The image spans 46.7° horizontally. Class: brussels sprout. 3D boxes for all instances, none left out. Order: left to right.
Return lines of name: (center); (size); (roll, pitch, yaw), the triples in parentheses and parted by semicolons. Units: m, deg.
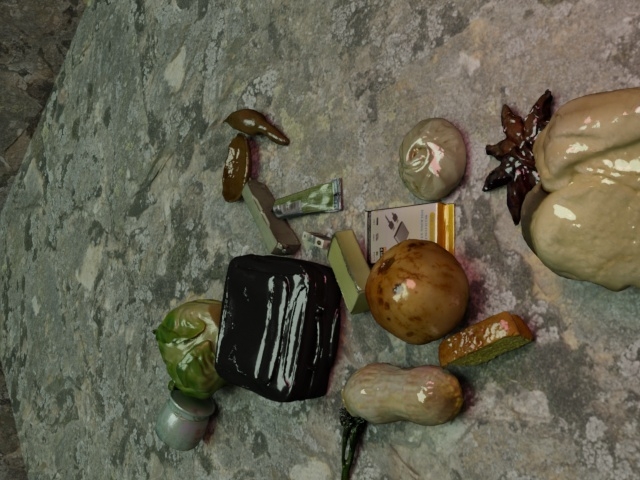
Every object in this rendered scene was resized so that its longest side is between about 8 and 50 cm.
brussels sprout: (-0.337, 0.300, 2.075); (0.294, 0.227, 0.259); (-46, 67, 25)

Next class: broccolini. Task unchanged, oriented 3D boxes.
broccolini: (0.065, 0.469, 1.721); (0.058, 0.073, 0.201); (-88, 9, -68)

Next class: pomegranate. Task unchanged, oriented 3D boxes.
pomegranate: (0.200, 0.112, 1.512); (0.215, 0.215, 0.215); (-9, 77, 47)

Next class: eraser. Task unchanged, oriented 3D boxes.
eraser: (0.074, 0.072, 1.734); (0.117, 0.058, 0.172); (102, 151, -55)

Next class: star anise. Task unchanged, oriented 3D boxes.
star anise: (0.387, -0.164, 1.413); (0.272, 0.102, 0.272); (-13, 73, 50)

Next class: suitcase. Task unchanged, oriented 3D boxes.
suitcase: (-0.102, 0.214, 1.866); (0.339, 0.188, 0.345); (9, 89, 43)

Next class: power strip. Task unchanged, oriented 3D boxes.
power strip: (-0.143, -0.066, 2.012); (0.048, 0.080, 0.286); (-54, 48, 30)

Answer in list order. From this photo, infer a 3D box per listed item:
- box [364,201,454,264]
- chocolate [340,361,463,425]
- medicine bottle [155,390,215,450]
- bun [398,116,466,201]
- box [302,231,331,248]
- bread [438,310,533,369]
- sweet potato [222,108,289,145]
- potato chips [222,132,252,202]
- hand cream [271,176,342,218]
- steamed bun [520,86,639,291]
box: (0.193, -0.015, 1.659); (0.247, 0.033, 0.129); (-7, 80, 48)
chocolate: (0.167, 0.323, 1.568); (0.309, 0.134, 0.134); (-14, 74, 47)
medicine bottle: (-0.393, 0.513, 2.158); (0.147, 0.147, 0.143); (43, 112, 43)
bun: (0.225, -0.176, 1.597); (0.183, 0.102, 0.183); (-12, 74, 50)
box: (0.000, 0.000, 1.860); (0.083, 0.054, 0.024); (24, 107, 47)
bread: (0.317, 0.196, 1.436); (0.187, 0.103, 0.065); (-40, 57, 40)
sweet potato: (-0.183, -0.331, 2.104); (0.269, 0.074, 0.075); (26, 104, 38)
potato chips: (-0.236, -0.212, 2.162); (0.150, 0.049, 0.202); (-14, 75, 50)
hand cream: (-0.035, -0.098, 1.926); (0.235, 0.055, 0.086); (-12, 78, 39)
steamed bun: (0.496, -0.092, 1.168); (0.324, 0.230, 0.372); (17, 130, 27)
